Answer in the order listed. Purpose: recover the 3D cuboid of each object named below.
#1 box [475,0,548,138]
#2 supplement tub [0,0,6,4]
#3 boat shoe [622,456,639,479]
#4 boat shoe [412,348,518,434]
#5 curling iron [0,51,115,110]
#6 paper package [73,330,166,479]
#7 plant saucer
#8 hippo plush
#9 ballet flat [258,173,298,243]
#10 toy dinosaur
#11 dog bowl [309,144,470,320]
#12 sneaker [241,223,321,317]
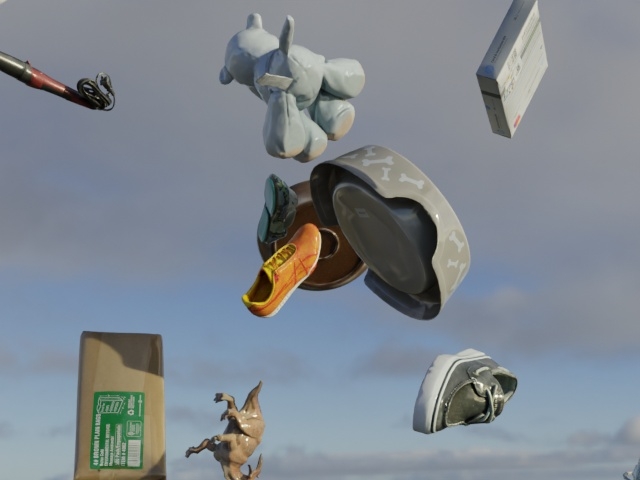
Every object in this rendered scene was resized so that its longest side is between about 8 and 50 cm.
[{"bbox_3d":[0.298,-0.263,1.586,0.038,0.145,0.186,22,-13,25],"label":"box"},{"bbox_3d":[-0.586,-0.429,1.387,0.331,0.241,0.241,5,-11,21],"label":"supplement tub"},{"bbox_3d":[0.581,0.412,1.753,0.135,0.367,0.156,20,-18,-9],"label":"boat shoe"},{"bbox_3d":[0.257,0.255,1.753,0.119,0.121,0.335,17,16,23],"label":"boat shoe"},{"bbox_3d":[-0.433,-0.261,1.561,0.274,0.035,0.068,19,-59,-32],"label":"curling iron"},{"bbox_3d":[-0.382,0.382,1.982,0.168,0.325,0.309,0,-40,-9],"label":"paper package"},{"bbox_3d":[0.000,0.000,2.514,0.310,0.311,0.050,0,29,-5],"label":"plant saucer"},{"bbox_3d":[-0.093,-0.290,1.952,0.236,0.234,0.294,28,5,38],"label":"hippo plush"},{"bbox_3d":[-0.074,-0.063,1.884,0.070,0.070,0.188,1,-31,-11],"label":"ballet flat"},{"bbox_3d":[-0.189,0.491,2.521,0.200,0.296,0.127,31,-14,-25],"label":"toy dinosaur"},{"bbox_3d":[0.130,-0.022,1.879,0.102,0.349,0.349,-38,-1,-20],"label":"dog bowl"},{"bbox_3d":[-0.058,0.045,1.651,0.064,0.175,0.067,25,-13,35],"label":"sneaker"}]
